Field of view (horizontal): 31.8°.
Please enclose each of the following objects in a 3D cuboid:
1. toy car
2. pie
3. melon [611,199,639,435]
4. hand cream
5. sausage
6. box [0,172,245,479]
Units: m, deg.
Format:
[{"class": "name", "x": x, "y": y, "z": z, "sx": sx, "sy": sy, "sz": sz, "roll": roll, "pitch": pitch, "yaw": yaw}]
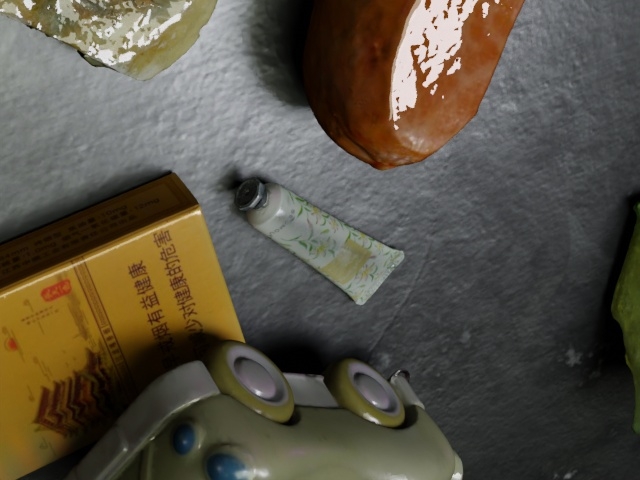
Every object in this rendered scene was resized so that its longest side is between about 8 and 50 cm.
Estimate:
[{"class": "toy car", "x": -0.034, "y": 0.243, "z": 0.952, "sx": 0.242, "sy": 0.226, "sz": 0.336, "roll": -48, "pitch": 144, "yaw": 20}, {"class": "pie", "x": -0.158, "y": -0.222, "z": 0.797, "sx": 0.218, "sy": 0.052, "sz": 0.185, "roll": 20, "pitch": 100, "yaw": -36}, {"class": "melon", "x": 0.479, "y": 0.114, "z": 1.239, "sx": 0.344, "sy": 0.331, "sz": 0.226, "roll": -6, "pitch": 155, "yaw": -32}, {"class": "hand cream", "x": 0.000, "y": 0.000, "z": 1.003, "sx": 0.194, "sy": 0.042, "sz": 0.067, "roll": 32, "pitch": 97, "yaw": -40}, {"class": "sausage", "x": 0.074, "y": -0.187, "z": 0.878, "sx": 0.153, "sy": 0.141, "sz": 0.268, "roll": 9, "pitch": 108, "yaw": -30}, {"class": "box", "x": -0.208, "y": 0.079, "z": 0.916, "sx": 0.274, "sy": 0.076, "sz": 0.174, "roll": -24, "pitch": 123, "yaw": -14}]
